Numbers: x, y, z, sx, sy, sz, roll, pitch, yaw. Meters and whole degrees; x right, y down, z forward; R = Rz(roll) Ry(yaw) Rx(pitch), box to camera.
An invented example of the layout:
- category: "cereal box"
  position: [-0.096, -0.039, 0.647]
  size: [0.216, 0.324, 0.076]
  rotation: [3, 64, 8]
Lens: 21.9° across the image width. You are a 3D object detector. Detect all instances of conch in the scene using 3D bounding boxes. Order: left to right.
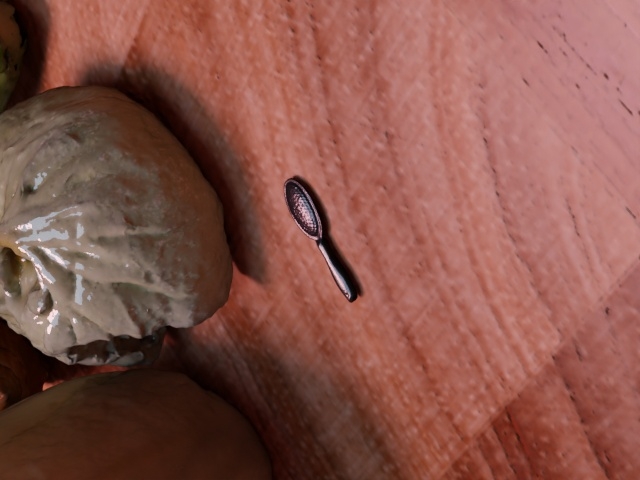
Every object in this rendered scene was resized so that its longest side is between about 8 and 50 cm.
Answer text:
- category: "conch"
  position: [-0.284, 0.095, 1.315]
  size: [0.330, 0.109, 0.093]
  rotation: [21, 128, 66]

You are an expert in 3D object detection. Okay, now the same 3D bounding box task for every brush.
- category: "brush"
  position: [0.000, 0.000, 0.989]
  size: [0.024, 0.008, 0.083]
  rotation: [-29, 89, 51]

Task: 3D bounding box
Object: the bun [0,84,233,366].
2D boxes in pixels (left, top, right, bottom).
- category: "bun"
  position: [-0.157, 0.007, 1.086]
  size: [0.204, 0.126, 0.212]
  rotation: [41, 140, 28]

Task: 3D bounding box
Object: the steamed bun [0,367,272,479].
- category: "steamed bun"
  position: [-0.199, 0.221, 1.126]
  size: [0.272, 0.290, 0.274]
  rotation: [19, 110, 18]

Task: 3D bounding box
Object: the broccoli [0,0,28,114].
- category: "broccoli"
  position: [-0.305, -0.068, 1.207]
  size: [0.198, 0.177, 0.275]
  rotation: [31, 115, 32]
